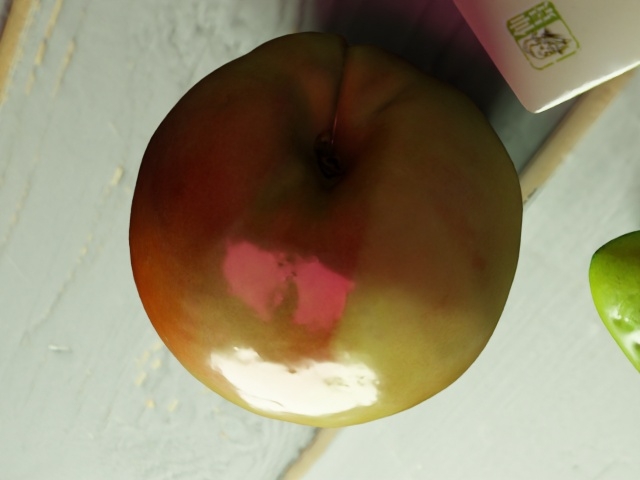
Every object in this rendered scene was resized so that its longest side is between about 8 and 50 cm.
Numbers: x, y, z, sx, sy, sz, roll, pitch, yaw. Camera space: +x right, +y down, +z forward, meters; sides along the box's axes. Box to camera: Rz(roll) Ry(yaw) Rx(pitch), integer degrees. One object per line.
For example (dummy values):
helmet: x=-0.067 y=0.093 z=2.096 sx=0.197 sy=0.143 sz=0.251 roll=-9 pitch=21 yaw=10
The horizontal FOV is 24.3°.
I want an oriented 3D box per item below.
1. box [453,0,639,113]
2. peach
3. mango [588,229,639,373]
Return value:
box: x=0.082 y=-0.192 z=0.543 sx=0.175 sy=0.062 sz=0.260 roll=-24 pitch=107 yaw=46
peach: x=0.000 y=0.000 z=0.681 sx=0.184 sy=0.184 sz=0.184 roll=20 pitch=133 yaw=24
mango: x=0.167 y=0.036 z=0.663 sx=0.108 sy=0.056 sz=0.073 roll=35 pitch=132 yaw=14
